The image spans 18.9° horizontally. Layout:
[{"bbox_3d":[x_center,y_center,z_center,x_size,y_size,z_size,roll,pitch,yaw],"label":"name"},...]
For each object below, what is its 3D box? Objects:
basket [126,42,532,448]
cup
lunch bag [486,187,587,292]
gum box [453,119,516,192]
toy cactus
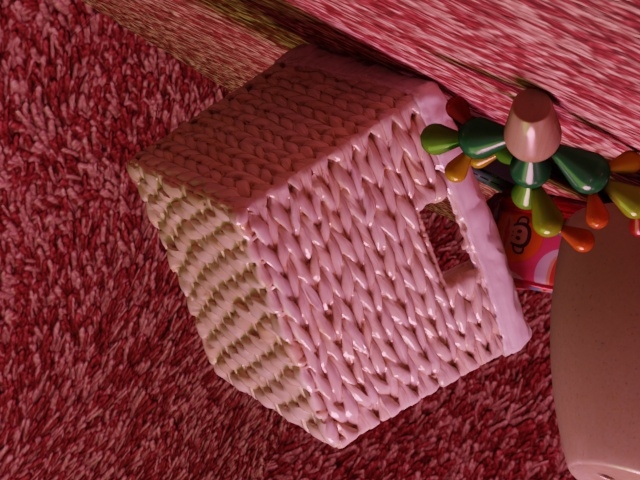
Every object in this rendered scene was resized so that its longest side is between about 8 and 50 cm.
[{"bbox_3d":[0.000,0.000,2.091,0.331,0.266,0.328,26,142,60],"label":"basket"},{"bbox_3d":[0.359,0.142,1.872,0.331,0.237,0.331,20,164,6],"label":"cup"},{"bbox_3d":[0.312,0.021,2.198,0.258,0.120,0.293,12,180,-1],"label":"lunch bag"},{"bbox_3d":[0.167,-0.109,2.268,0.157,0.041,0.184,28,179,2],"label":"gum box"},{"bbox_3d":[0.194,-0.081,1.691,0.219,0.112,0.180,30,162,18],"label":"toy cactus"}]
